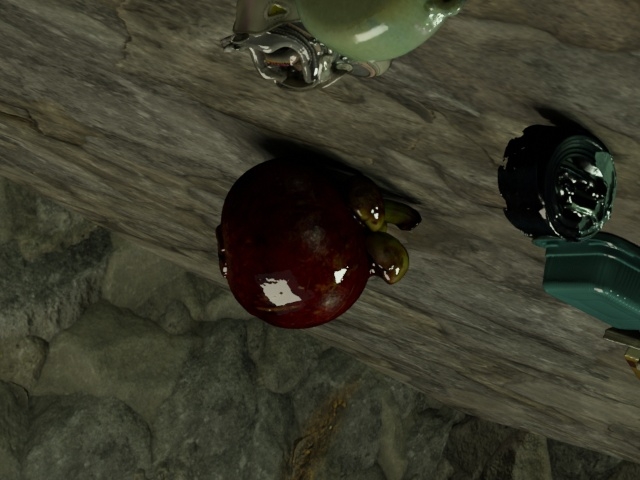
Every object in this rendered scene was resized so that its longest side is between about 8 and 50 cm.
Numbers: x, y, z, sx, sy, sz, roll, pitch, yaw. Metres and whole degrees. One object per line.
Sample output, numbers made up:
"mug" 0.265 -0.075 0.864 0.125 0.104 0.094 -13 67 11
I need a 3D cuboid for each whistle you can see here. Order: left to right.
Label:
"whistle" 0.008 -0.200 1.128 0.067 0.126 0.258 28 -177 -44

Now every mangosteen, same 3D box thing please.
"mangosteen" 0.000 0.000 2.043 0.257 0.215 0.215 -7 171 -3

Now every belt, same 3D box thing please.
"belt" 0.221 -0.051 1.508 0.058 0.105 0.140 13 177 39

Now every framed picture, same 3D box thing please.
"framed picture" 0.461 0.141 2.186 0.150 0.015 0.203 18 -175 18

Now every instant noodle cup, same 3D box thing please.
"instant noodle cup" 0.346 0.052 1.930 0.179 0.070 0.157 27 167 -25

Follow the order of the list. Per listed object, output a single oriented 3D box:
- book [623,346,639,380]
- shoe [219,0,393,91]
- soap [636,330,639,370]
"book" 0.658 0.246 2.453 0.389 0.032 0.269 16 168 25
"shoe" -0.007 -0.167 1.376 0.089 0.092 0.180 10 166 46
"soap" 0.507 0.142 1.944 0.140 0.073 0.232 -7 -167 -42
